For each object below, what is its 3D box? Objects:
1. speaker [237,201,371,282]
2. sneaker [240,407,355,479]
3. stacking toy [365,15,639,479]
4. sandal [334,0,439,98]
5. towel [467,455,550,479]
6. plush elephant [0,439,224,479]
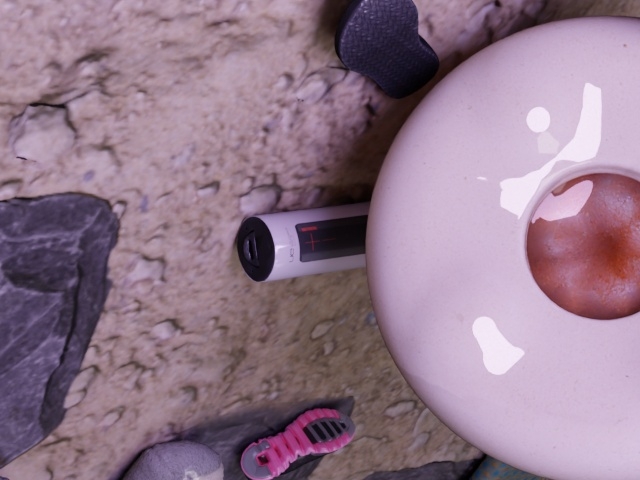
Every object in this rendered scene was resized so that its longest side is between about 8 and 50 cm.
[{"bbox_3d":[0.000,0.000,1.421,0.136,0.055,0.055,-7,136,-36],"label":"speaker"},{"bbox_3d":[-0.024,0.199,1.660,0.119,0.047,0.057,-21,158,-17],"label":"sneaker"},{"bbox_3d":[0.232,0.042,1.457,0.350,0.351,0.480,-36,166,-1],"label":"stacking toy"},{"bbox_3d":[0.044,-0.153,1.299,0.067,0.040,0.179,-34,161,5],"label":"sandal"},{"bbox_3d":[0.311,0.199,1.965,0.271,0.040,0.370,5,130,-44],"label":"towel"},{"bbox_3d":[-0.209,0.370,1.495,0.272,0.255,0.330,1,131,-43],"label":"plush elephant"}]
